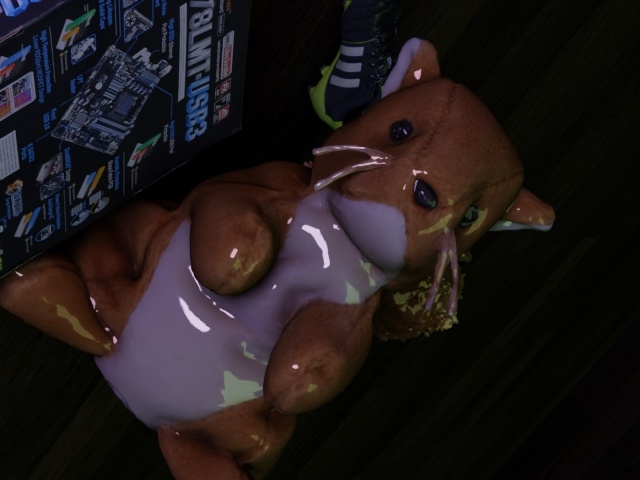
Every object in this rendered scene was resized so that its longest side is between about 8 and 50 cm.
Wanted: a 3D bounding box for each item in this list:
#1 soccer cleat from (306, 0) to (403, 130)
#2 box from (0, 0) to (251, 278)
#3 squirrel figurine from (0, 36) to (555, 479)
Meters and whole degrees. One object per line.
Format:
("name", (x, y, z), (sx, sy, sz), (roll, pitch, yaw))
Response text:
("soccer cleat", (0.044, -0.156, 1.525), (0.060, 0.072, 0.179), (-27, 156, -35))
("box", (-0.179, -0.101, 1.228), (0.293, 0.073, 0.295), (-36, 161, -21))
("squirrel figurine", (0.000, 0.000, 1.488), (0.370, 0.281, 0.397), (-40, 179, 15))
